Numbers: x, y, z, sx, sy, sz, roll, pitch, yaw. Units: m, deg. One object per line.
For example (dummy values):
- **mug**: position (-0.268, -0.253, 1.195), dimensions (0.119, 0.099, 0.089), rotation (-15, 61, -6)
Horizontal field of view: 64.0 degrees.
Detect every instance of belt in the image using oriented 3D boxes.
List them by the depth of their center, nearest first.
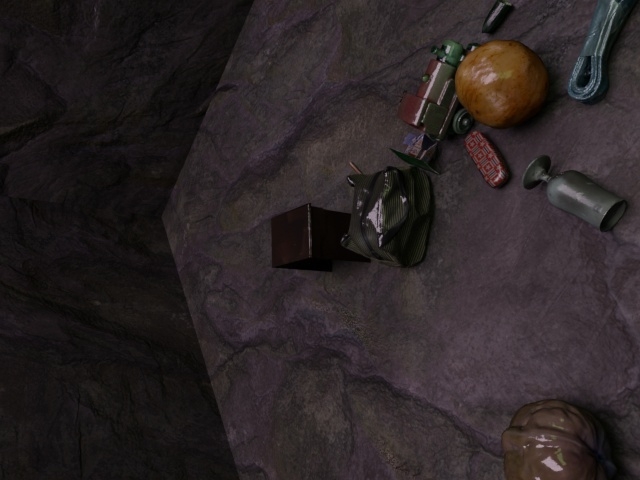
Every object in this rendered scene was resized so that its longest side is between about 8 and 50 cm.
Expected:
- **belt**: position (0.692, -0.487, 1.252), dimensions (0.087, 0.072, 0.302), rotation (32, 111, 55)

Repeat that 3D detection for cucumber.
- **cucumber**: position (0.520, -0.661, 1.523), dimensions (0.105, 0.048, 0.048), rotation (-58, 43, 31)

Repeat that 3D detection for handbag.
- **handbag**: position (0.212, -0.085, 1.677), dimensions (0.247, 0.240, 0.340), rotation (2, 84, 48)

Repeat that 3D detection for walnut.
- **walnut**: position (0.532, 0.488, 1.167), dimensions (0.248, 0.249, 0.248), rotation (-12, 75, 51)

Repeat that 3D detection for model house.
- **model house**: position (0.327, -0.295, 1.681), dimensions (0.167, 0.117, 0.088), rotation (34, 95, 51)

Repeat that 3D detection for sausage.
- **sausage**: position (0.135, -0.278, 1.989), dimensions (0.015, 0.015, 0.100), rotation (-61, 42, 26)

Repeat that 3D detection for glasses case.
- **glasses case**: position (0.487, -0.239, 1.493), dimensions (0.073, 0.049, 0.194), rotation (-45, 51, 37)

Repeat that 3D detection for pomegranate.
- **pomegranate**: position (0.484, -0.417, 1.381), dimensions (0.248, 0.248, 0.247), rotation (-12, 75, 51)

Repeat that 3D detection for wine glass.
- **wine glass**: position (0.618, -0.116, 1.259), dimensions (0.231, 0.103, 0.103), rotation (48, 121, 42)

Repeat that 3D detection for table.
- **table**: position (0.000, 0.000, 1.900), dimensions (0.251, 0.282, 0.196), rotation (-19, 70, 50)

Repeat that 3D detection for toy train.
- **toy train**: position (0.375, -0.453, 1.534), dimensions (0.150, 0.222, 0.304), rotation (42, 118, 47)
